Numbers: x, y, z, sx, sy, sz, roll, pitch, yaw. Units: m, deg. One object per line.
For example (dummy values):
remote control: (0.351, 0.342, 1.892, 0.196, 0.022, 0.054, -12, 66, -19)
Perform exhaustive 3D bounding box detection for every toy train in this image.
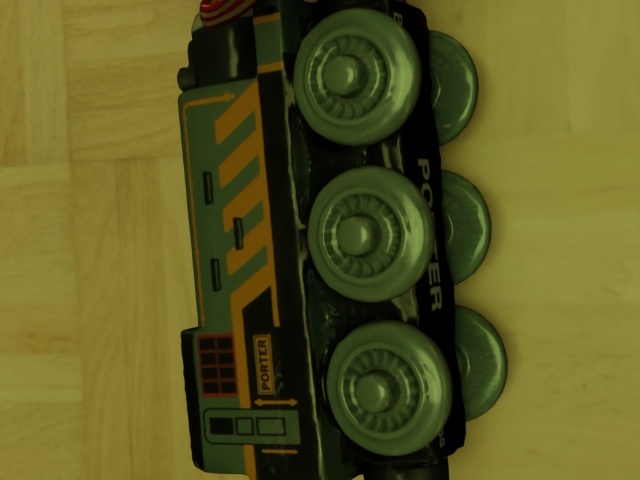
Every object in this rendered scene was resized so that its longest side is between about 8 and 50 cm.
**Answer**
toy train: (0.000, 0.000, 0.657, 0.190, 0.142, 0.333, -5, 91, 28)

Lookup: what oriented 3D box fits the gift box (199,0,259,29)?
gift box: (-0.061, -0.289, 0.571, 0.255, 0.276, 0.258, -45, 111, 7)
